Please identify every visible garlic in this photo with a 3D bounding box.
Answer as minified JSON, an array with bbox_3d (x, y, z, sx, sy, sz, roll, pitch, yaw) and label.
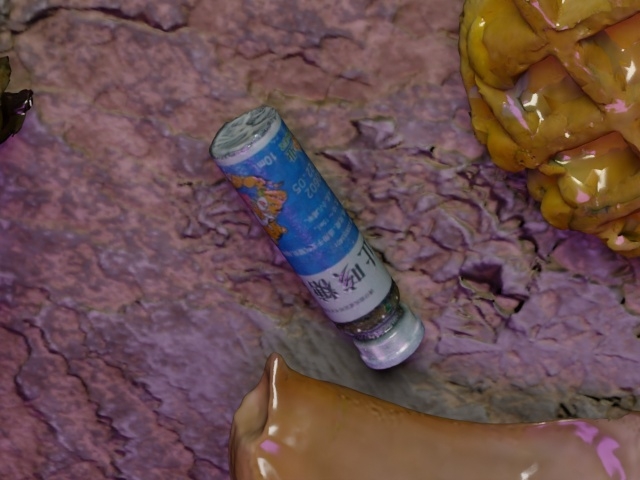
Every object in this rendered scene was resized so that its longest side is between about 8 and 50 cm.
[{"bbox_3d":[0.103,0.179,1.179,0.338,0.151,0.196,8,129,-3],"label":"garlic"}]

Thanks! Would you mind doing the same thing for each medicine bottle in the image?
[{"bbox_3d":[0.000,0.000,1.119,0.051,0.051,0.191,-23,121,24],"label":"medicine bottle"}]

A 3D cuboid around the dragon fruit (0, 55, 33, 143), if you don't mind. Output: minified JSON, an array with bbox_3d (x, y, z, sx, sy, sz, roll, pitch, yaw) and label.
[{"bbox_3d":[-0.307,-0.104,0.948,0.269,0.250,0.291,-16,100,-5],"label":"dragon fruit"}]

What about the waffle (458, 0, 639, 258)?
[{"bbox_3d":[0.263,-0.115,0.943,0.379,0.095,0.382,8,135,7],"label":"waffle"}]
